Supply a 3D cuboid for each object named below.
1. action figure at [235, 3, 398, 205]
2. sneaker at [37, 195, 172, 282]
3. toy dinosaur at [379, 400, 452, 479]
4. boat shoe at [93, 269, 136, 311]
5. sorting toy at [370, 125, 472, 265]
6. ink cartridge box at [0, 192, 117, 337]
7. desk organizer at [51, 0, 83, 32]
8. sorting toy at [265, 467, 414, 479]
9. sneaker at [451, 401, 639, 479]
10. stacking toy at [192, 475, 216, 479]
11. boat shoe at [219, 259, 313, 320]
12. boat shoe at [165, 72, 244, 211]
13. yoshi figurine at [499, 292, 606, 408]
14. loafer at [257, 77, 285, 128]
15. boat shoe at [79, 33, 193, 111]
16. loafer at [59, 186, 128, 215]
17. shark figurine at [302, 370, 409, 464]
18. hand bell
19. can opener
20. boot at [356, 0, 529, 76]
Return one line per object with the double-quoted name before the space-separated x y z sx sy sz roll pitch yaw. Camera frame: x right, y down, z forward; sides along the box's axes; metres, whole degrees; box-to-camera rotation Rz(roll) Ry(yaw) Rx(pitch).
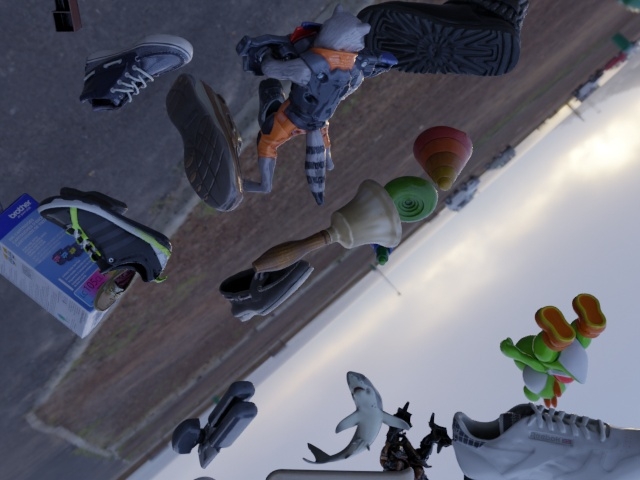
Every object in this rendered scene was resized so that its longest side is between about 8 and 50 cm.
"action figure" 0.022 -0.244 1.098 0.342 0.178 0.330 -13 140 -32
"sneaker" -0.358 0.005 1.041 0.084 0.235 0.097 -27 -136 57
"toy dinosaur" 0.205 0.540 1.597 0.218 0.165 0.322 -65 -155 19
"boat shoe" -0.480 0.109 1.466 0.045 0.050 0.135 5 -120 59
"sorting toy" 0.199 -0.070 1.335 0.126 0.127 0.365 -82 -163 -44
"ink cartridge box" -0.725 0.056 1.655 0.151 0.395 0.270 -55 -174 -32
"desk organizer" -0.554 -0.518 1.347 0.050 0.047 0.130 -94 -177 -60
"sorting toy" 0.035 0.477 1.027 0.041 0.229 0.307 -92 179 -60
"sneaker" 0.262 0.226 0.686 0.235 0.094 0.090 -13 180 20
"stacking toy" -0.275 0.669 1.177 0.350 0.351 0.479 -46 -156 36
"boat shoe" -0.127 0.090 1.278 0.112 0.095 0.335 -49 -172 -30
"boat shoe" -0.207 -0.199 1.256 0.123 0.324 0.116 -37 151 31
"yoshi figurine" 0.560 0.262 1.558 0.203 0.204 0.362 -54 158 -35
"loafer" -0.114 -0.301 1.538 0.076 0.078 0.223 -13 153 -7
"boat shoe" -0.495 -0.436 1.679 0.341 0.158 0.127 -5 158 28
"loafer" -0.553 -0.074 1.513 0.080 0.220 0.078 29 74 -54
"shark figurine" 0.081 0.388 1.336 0.116 0.166 0.278 -78 -168 -62
"hand bell" 0.000 0.000 1.030 0.242 0.126 0.126 -25 167 -21
"can opener" -0.201 0.340 1.138 0.095 0.075 0.283 6 143 -24
"boot" 0.256 -0.462 1.309 0.131 0.348 0.260 97 8 -48
